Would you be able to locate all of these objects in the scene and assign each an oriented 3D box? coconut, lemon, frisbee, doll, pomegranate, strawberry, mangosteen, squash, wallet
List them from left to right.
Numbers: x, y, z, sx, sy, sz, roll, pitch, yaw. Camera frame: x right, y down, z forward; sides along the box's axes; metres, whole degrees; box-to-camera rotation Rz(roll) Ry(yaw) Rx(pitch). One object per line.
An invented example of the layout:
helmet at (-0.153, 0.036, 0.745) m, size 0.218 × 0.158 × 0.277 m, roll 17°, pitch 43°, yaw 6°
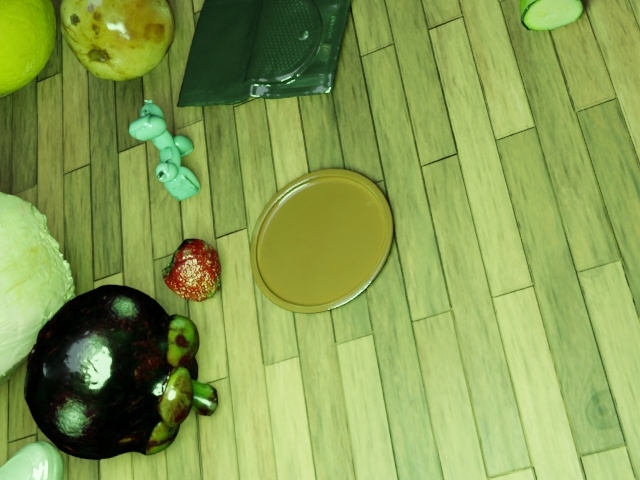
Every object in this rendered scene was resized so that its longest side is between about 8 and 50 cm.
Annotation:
coconut at (-0.645, 0.097, 1.592) m, size 0.404 × 0.404 × 0.405 m, roll -11°, pitch 63°, yaw 22°
lemon at (-0.661, -0.426, 1.936) m, size 0.293 × 0.293 × 0.293 m, roll -11°, pitch 63°, yaw 22°
pomegranate at (-0.376, -0.414, 1.834) m, size 0.215 × 0.215 × 0.215 m, roll -11°, pitch 63°, yaw 22°
mangosteen at (-0.306, 0.210, 1.504) m, size 0.233 × 0.287 × 0.288 m, roll -7°, pitch 61°, yaw 55°
doll at (-0.271, -0.163, 1.691) m, size 0.059 × 0.158 × 0.159 m, roll -20°, pitch 67°, yaw 15°
strawberry at (-0.204, 0.050, 1.603) m, size 0.106 × 0.106 × 0.106 m, roll -11°, pitch 63°, yaw 22°
wallet at (-0.102, -0.355, 1.767) m, size 0.323 × 0.041 × 0.247 m, roll -1°, pitch 66°, yaw 29°
frisbee at (0.000, 0.000, 1.563) m, size 0.250 × 0.021 × 0.251 m, roll -11°, pitch 62°, yaw 22°
squash at (0.352, -0.430, 1.543) m, size 0.095 × 0.095 × 0.188 m, roll -13°, pitch 62°, yaw 21°

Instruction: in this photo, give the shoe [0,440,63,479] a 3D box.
shoe at (-0.546, 0.453, 1.547) m, size 0.124 × 0.159 × 0.316 m, roll 22°, pitch 81°, yaw 34°
